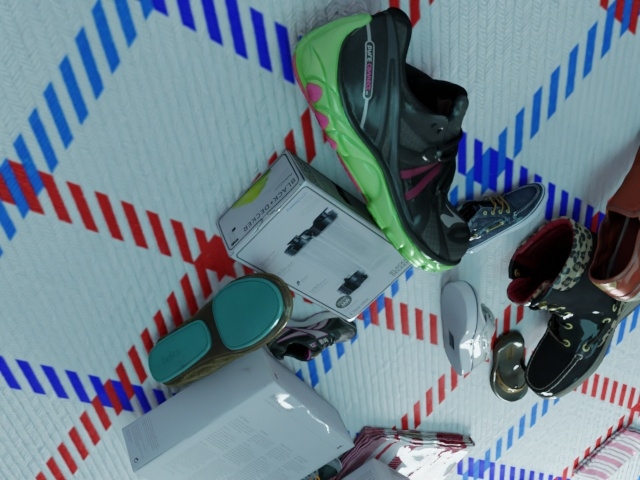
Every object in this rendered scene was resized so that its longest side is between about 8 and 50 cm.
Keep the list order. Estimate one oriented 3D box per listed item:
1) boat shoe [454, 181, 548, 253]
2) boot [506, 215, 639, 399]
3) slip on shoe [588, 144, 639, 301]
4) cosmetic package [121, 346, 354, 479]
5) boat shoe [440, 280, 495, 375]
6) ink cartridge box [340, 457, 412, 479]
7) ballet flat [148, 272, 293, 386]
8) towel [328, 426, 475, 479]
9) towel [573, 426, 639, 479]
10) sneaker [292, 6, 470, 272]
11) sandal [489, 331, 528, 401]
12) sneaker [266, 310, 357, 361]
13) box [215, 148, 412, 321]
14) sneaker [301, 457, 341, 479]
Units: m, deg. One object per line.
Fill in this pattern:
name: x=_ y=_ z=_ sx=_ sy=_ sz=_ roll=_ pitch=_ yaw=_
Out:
boat shoe: x=0.299 y=-0.051 z=1.422 sx=0.183 sy=0.065 sz=0.083 roll=-36 pitch=136 yaw=9
boot: x=0.459 y=0.131 z=1.605 sx=0.284 sy=0.138 sz=0.377 roll=19 pitch=115 yaw=-38
slip on shoe: x=0.552 y=-0.057 z=1.440 sx=0.101 sy=0.123 sz=0.332 roll=14 pitch=98 yaw=-31
cosmetic package: x=-0.135 y=0.362 z=1.530 sx=0.284 sy=0.097 sz=0.377 roll=-31 pitch=143 yaw=6
boat shoe: x=0.289 y=0.160 z=1.584 sx=0.088 sy=0.096 sz=0.268 roll=-23 pitch=136 yaw=-11
ink cartridge box: x=0.131 y=0.649 z=1.764 sx=0.198 sy=0.270 sz=0.197 roll=-37 pitch=137 yaw=12
ballet flat: x=-0.133 y=0.142 z=1.320 sx=0.124 sy=0.116 sz=0.342 roll=1 pitch=150 yaw=-48
towel: x=0.172 y=0.518 z=1.883 sx=0.328 sy=0.037 sz=0.237 roll=13 pitch=123 yaw=-33
towel: x=0.778 y=0.574 z=2.220 sx=0.144 sy=0.029 sz=0.197 roll=24 pitch=116 yaw=-37
sneaker: x=0.140 y=-0.124 z=1.202 sx=0.202 sy=0.185 sz=0.483 roll=-29 pitch=136 yaw=6
sandal: x=0.411 y=0.280 z=1.768 sx=0.089 sy=0.060 sz=0.219 roll=-18 pitch=134 yaw=-10
sneaker: x=-0.016 y=0.179 z=1.468 sx=0.178 sy=0.077 sz=0.072 roll=-6 pitch=132 yaw=-21
box: x=0.000 y=0.000 z=1.311 sx=0.169 sy=0.087 sz=0.290 roll=-45 pitch=133 yaw=16
sneaker: x=-0.053 y=0.505 z=1.732 sx=0.214 sy=0.083 sz=0.084 roll=-13 pitch=131 yaw=-17
